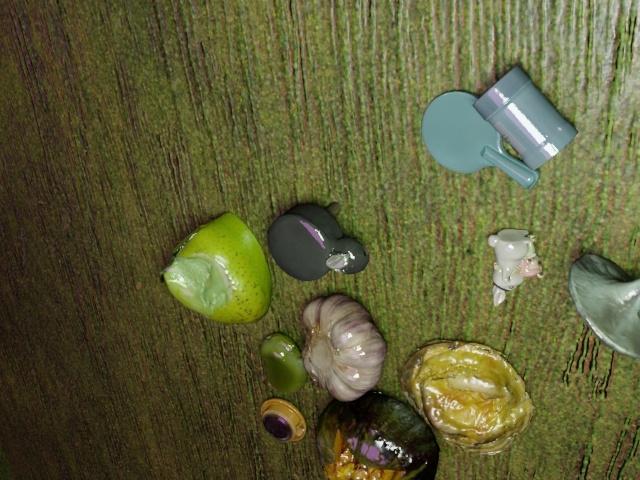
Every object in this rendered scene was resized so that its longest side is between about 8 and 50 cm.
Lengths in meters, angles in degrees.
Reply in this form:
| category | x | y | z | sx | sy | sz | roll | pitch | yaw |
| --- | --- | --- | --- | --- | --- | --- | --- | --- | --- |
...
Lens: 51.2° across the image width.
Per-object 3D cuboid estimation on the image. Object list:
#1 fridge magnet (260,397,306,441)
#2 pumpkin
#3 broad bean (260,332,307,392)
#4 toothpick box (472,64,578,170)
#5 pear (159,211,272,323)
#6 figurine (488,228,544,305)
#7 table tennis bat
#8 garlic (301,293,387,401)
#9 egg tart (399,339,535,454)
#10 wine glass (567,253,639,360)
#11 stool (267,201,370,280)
| category | x | y | z | sx | sy | sz | roll | pitch | yaw |
| --- | --- | --- | --- | --- | --- | --- | --- | --- | --- |
| fridge magnet | -0.104 | 0.492 | 1.821 | 0.143 | 0.063 | 0.143 | 14 | 123 | 23 |
| pumpkin | 0.130 | 0.498 | 1.584 | 0.321 | 0.192 | 0.320 | 19 | 129 | 25 |
| broad bean | -0.091 | 0.312 | 1.713 | 0.125 | 0.082 | 0.174 | 0 | 124 | 33 |
| toothpick box | 0.346 | -0.207 | 1.134 | 0.153 | 0.101 | 0.101 | 49 | 130 | 0 |
| pear | -0.245 | 0.107 | 1.647 | 0.293 | 0.159 | 0.292 | 14 | 123 | 23 |
| figurine | 0.372 | 0.058 | 1.272 | 0.098 | 0.081 | 0.146 | 6 | 117 | 30 |
| table tennis bat | 0.293 | -0.175 | 1.229 | 0.244 | 0.040 | 0.152 | 37 | 130 | 15 |
| garlic | 0.059 | 0.236 | 1.526 | 0.245 | 0.161 | 0.244 | 23 | 120 | 46 |
| egg tart | 0.308 | 0.351 | 1.450 | 0.297 | 0.132 | 0.296 | 11 | 119 | 21 |
| wine glass | 0.589 | 0.005 | 1.003 | 0.267 | 0.267 | 0.406 | 45 | 133 | 4 |
| stool | -0.002 | 0.007 | 1.446 | 0.228 | 0.139 | 0.153 | 36 | 129 | 10 |
